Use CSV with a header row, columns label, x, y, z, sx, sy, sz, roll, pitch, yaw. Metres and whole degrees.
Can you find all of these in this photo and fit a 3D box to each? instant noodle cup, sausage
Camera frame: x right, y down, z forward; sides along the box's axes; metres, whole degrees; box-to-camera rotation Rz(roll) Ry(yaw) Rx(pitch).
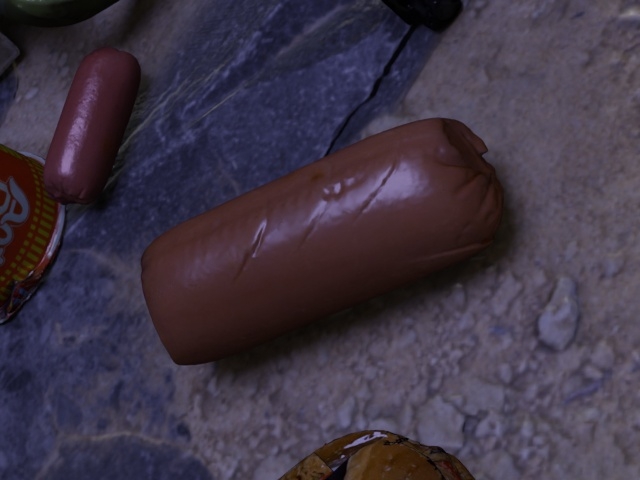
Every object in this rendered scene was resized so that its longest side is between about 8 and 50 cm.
label,x,y,z,sx,sy,sz,roll,pitch,yaw
instant noodle cup,-0.369,-0.040,1.679,0.193,0.212,0.193,-16,58,27
sausage,0.001,0.000,1.463,0.304,0.121,0.121,-24,54,20
sausage,-0.212,-0.105,1.706,0.062,0.062,0.154,3,67,36

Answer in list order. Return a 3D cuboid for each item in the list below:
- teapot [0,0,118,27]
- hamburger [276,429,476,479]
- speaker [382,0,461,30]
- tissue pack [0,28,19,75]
label,x,y,z,sx,sy,sz,roll,pitch,yaw
teapot,-0.321,-0.330,1.796,0.239,0.321,0.239,-55,15,-27
hamburger,0.030,0.249,1.320,0.231,0.107,0.231,-18,50,22
speaker,0.066,-0.353,1.569,0.232,0.184,0.254,-46,52,5
tissue pack,-0.391,-0.209,1.861,0.106,0.099,0.148,-46,49,3
